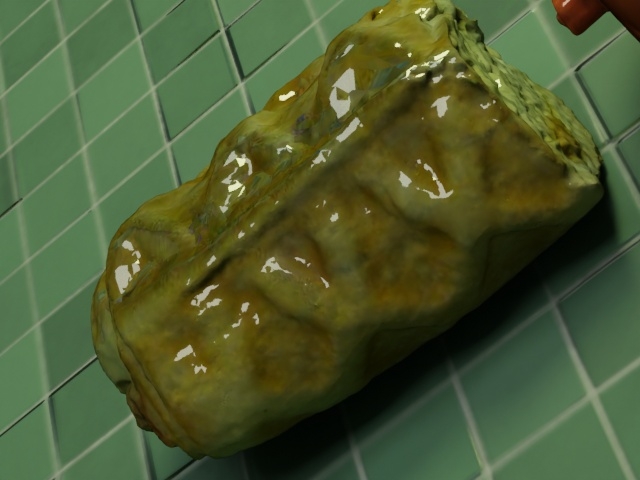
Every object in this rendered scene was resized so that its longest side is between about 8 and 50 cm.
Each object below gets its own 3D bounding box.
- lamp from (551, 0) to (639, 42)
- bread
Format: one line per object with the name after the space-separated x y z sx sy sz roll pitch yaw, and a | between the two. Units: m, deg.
0.167 -0.155 0.806 0.164 0.187 0.188 -44 38 10 | lamp
0.000 0.000 0.900 0.267 0.130 0.152 -39 48 16 | bread
